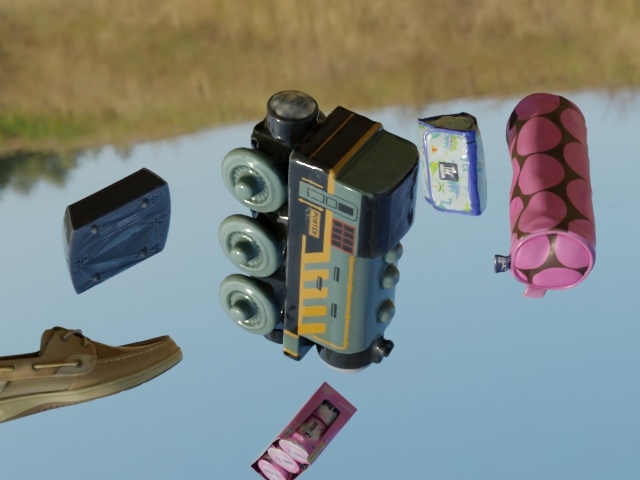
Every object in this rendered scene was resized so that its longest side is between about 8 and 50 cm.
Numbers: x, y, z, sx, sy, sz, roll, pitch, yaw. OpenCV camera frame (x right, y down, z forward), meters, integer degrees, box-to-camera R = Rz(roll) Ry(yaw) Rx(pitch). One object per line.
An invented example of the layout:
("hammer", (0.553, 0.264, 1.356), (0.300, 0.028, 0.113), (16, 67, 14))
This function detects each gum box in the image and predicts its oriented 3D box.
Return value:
("gum box", (-0.024, 0.275, 2.397), (0.107, 0.062, 0.188), (-49, 178, -25))

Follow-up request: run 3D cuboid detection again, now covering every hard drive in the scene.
("hard drive", (-0.306, -0.016, 2.543), (0.172, 0.054, 0.255), (-28, 163, -16))

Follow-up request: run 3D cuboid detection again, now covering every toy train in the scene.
("toy train", (0.000, 0.000, 1.792), (0.190, 0.334, 0.142), (25, -134, 22))

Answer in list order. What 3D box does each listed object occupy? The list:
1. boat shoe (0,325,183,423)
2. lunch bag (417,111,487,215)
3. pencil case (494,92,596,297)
("boat shoe", (-0.367, 0.178, 2.452), (0.341, 0.110, 0.121), (-14, -177, -14))
("lunch bag", (0.198, -0.110, 2.492), (0.096, 0.129, 0.151), (-11, -164, -13))
("pencil case", (0.222, -0.046, 1.703), (0.095, 0.098, 0.209), (8, -133, 0))
